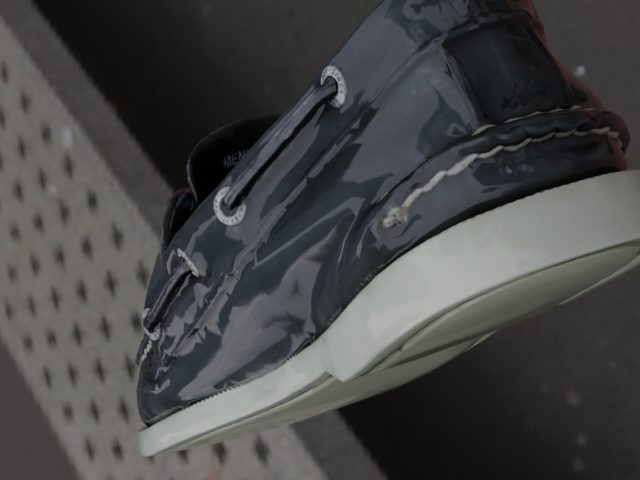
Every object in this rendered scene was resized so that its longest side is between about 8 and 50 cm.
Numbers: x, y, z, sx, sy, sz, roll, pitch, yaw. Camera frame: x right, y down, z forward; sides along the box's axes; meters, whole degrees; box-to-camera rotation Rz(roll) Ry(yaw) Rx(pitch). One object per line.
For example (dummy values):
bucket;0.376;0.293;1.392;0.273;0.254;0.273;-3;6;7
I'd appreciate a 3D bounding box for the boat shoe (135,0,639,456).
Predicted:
boat shoe;-0.004;0.001;0.550;0.340;0.127;0.113;137;115;-68
